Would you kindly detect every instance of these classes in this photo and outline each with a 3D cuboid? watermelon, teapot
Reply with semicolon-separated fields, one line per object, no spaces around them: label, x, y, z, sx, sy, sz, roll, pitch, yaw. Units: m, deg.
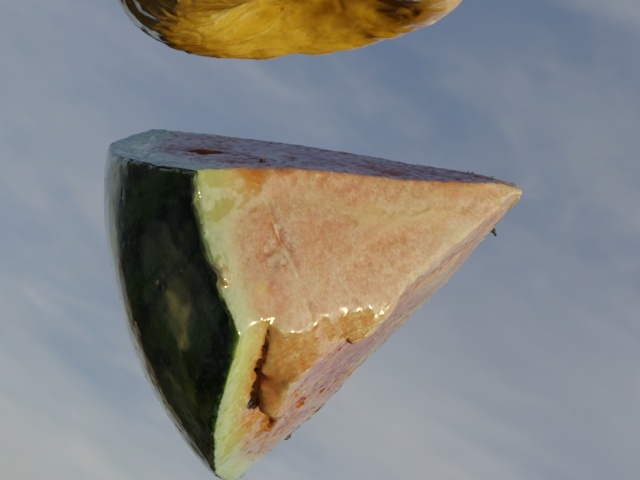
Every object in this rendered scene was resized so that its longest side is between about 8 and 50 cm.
watermelon;-0.041;-0.015;0.906;0.250;0.292;0.283;45;-15;4
teapot;-0.011;-0.198;0.709;0.203;0.167;0.311;-12;-8;37
